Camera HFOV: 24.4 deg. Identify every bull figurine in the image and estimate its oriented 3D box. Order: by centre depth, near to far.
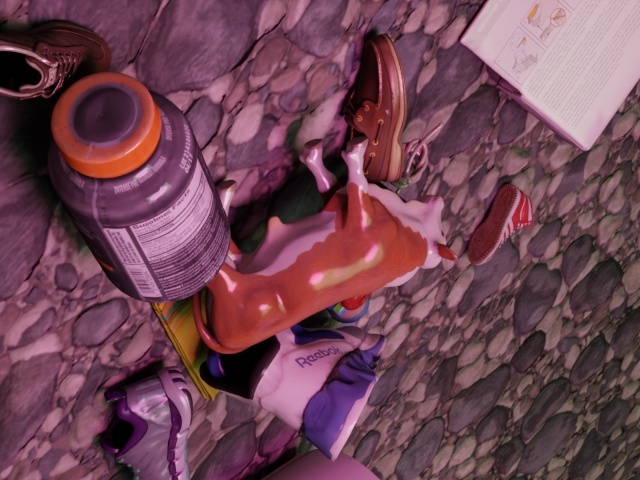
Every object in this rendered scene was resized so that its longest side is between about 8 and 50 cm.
[{"bbox_3d":[0.000,0.000,1.546,0.310,0.101,0.188,-29,114,-17],"label":"bull figurine"}]

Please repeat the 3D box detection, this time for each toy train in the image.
[{"bbox_3d":[0.077,-0.015,1.729,0.248,0.105,0.143,-49,159,-8],"label":"toy train"}]

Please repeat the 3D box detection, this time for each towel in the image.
[{"bbox_3d":[-0.120,0.086,1.630,0.102,0.021,0.237,-43,147,-16],"label":"towel"}]

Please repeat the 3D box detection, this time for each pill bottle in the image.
[{"bbox_3d":[-0.162,-0.049,1.306,0.130,0.130,0.245,-45,156,-14],"label":"pill bottle"}]

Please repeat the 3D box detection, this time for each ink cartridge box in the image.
[{"bbox_3d":[0.318,-0.299,1.801,0.261,0.066,0.296,34,92,-33],"label":"ink cartridge box"}]

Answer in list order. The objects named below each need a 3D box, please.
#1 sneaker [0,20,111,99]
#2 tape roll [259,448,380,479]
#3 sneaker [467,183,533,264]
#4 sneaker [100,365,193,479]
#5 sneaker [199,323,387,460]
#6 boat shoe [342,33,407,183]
[{"bbox_3d":[-0.235,-0.138,1.212,0.188,0.071,0.066,-7,126,-50],"label":"sneaker"},{"bbox_3d":[-0.010,0.409,1.876,0.169,0.246,0.246,-30,141,-35],"label":"tape roll"},{"bbox_3d":[0.246,-0.015,1.999,0.067,0.042,0.118,19,102,-54],"label":"sneaker"},{"bbox_3d":[-0.199,0.235,1.639,0.098,0.083,0.223,-11,127,-22],"label":"sneaker"},{"bbox_3d":[-0.032,0.130,1.669,0.127,0.182,0.315,-60,-179,6],"label":"sneaker"},{"bbox_3d":[0.057,-0.138,1.607,0.060,0.064,0.178,-10,125,-15],"label":"boat shoe"}]
